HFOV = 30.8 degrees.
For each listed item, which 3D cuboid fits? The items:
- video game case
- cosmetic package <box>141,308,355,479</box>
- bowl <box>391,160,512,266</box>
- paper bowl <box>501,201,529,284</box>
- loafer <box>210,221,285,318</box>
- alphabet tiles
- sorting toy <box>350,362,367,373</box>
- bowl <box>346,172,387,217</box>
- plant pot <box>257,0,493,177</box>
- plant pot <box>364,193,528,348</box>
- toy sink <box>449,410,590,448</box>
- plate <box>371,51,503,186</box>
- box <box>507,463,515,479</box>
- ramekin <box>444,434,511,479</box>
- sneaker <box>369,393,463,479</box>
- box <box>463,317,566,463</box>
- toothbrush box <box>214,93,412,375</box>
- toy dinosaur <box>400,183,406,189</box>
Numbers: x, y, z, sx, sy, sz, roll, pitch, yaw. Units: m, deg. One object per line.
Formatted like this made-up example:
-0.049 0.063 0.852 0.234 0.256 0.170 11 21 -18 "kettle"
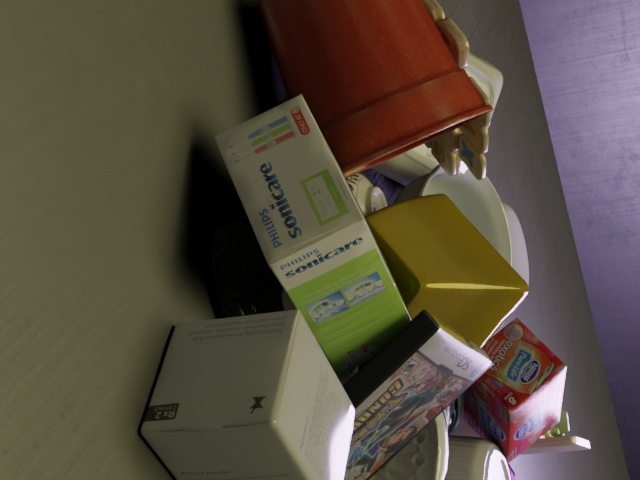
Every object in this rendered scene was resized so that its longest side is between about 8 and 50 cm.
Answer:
0.084 0.218 1.499 0.035 0.275 0.248 49 7 27 "video game case"
-0.070 0.193 1.239 0.151 0.151 0.183 -77 151 -44 "cosmetic package"
0.188 0.020 1.920 0.298 0.134 0.297 8 79 -50 "bowl"
0.313 0.033 2.259 0.284 0.148 0.284 -10 90 -67 "paper bowl"
-0.080 0.086 1.381 0.078 0.076 0.223 -175 -116 -74 "loafer"
0.176 -0.230 1.747 0.284 0.021 0.278 85 -21 -51 "alphabet tiles"
0.064 0.172 1.702 0.102 0.061 0.042 -46 126 -77 "sorting toy"
0.053 -0.037 1.728 0.170 0.080 0.170 -8 90 -68 "bowl"
0.056 -0.241 1.577 0.265 0.272 0.272 66 23 -1 "plant pot"
0.119 0.070 1.631 0.187 0.212 0.212 4 39 -49 "plant pot"
0.368 0.328 2.162 0.153 0.234 0.131 27 57 -63 "toy sink"
0.201 -0.216 1.973 0.277 0.045 0.277 25 78 -39 "plate"
0.368 0.524 2.363 0.116 0.029 0.162 56 34 -47 "box"
0.240 0.450 1.942 0.273 0.127 0.272 -9 90 -68 "ramekin"
0.169 0.305 1.813 0.236 0.130 0.322 40 40 -53 "sneaker"
0.323 0.258 1.958 0.122 0.128 0.257 47 -14 27 "box"
0.000 0.000 1.396 0.206 0.122 0.283 65 4 37 "toothbrush box"
0.180 -0.128 2.075 0.160 0.121 0.313 -1 87 -56 "toy dinosaur"
